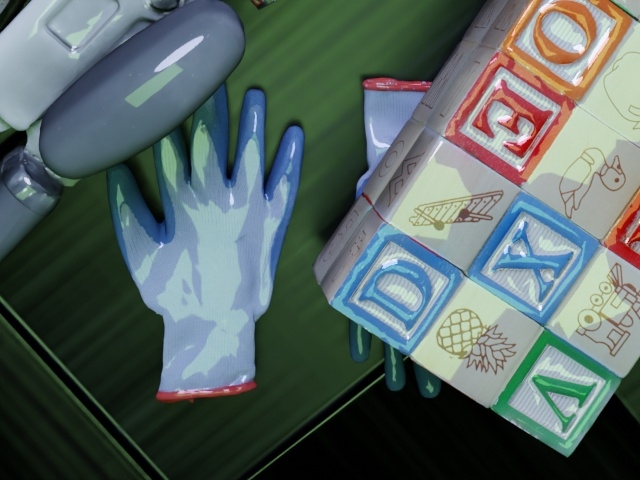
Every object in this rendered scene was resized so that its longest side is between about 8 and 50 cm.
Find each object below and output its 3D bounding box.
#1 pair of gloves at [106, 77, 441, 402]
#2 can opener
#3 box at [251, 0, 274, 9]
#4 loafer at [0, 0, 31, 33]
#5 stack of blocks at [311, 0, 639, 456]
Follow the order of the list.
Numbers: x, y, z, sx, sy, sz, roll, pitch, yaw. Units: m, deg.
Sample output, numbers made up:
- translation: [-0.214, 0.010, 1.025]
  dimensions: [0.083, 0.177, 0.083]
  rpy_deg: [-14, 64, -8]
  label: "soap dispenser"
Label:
- translation: [0.000, 0.000, 0.761]
  dimensions: [0.198, 0.023, 0.159]
  rpy_deg: [-3, 102, -6]
  label: "pair of gloves"
- translation: [-0.153, -0.025, 0.710]
  dimensions: [0.280, 0.093, 0.074]
  rpy_deg: [-42, 113, 15]
  label: "can opener"
- translation: [-0.009, -0.180, 0.690]
  dimensions: [0.094, 0.027, 0.137]
  rpy_deg: [47, 75, -11]
  label: "box"
- translation: [-0.141, -0.165, 0.682]
  dimensions: [0.096, 0.084, 0.267]
  rpy_deg: [35, 100, -10]
  label: "loafer"
- translation: [0.149, -0.058, 0.708]
  dimensions: [0.171, 0.087, 0.297]
  rpy_deg: [33, 95, -10]
  label: "stack of blocks"
